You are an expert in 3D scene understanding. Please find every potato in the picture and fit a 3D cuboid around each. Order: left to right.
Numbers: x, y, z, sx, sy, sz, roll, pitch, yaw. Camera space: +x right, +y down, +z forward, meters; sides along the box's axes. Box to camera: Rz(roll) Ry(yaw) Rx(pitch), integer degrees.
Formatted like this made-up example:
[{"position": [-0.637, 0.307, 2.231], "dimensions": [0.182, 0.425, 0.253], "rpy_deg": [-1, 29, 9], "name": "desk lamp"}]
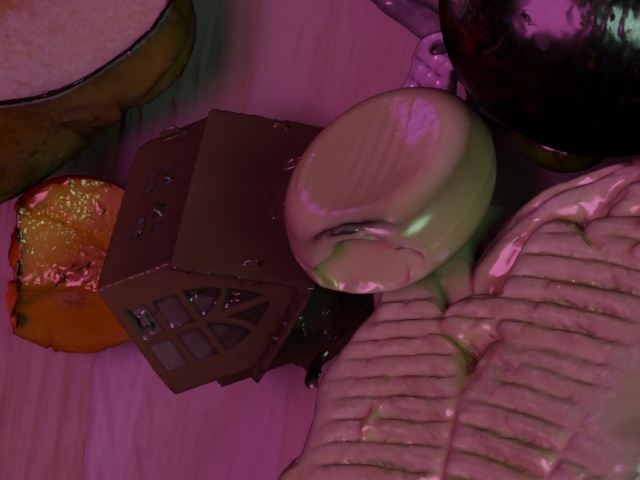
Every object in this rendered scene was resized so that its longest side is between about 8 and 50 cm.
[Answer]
[{"position": [-0.233, -0.152, 1.464], "dimensions": [0.300, 0.196, 0.246], "rpy_deg": [-13, 65, 6], "name": "potato"}]

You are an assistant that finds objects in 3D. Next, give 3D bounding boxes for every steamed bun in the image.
[{"position": [0.155, 0.135, 1.173], "dimensions": [0.394, 0.237, 0.346], "rpy_deg": [-40, 33, 12], "name": "steamed bun"}]

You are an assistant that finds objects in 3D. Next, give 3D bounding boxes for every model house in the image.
[{"position": [0.000, 0.000, 1.318], "dimensions": [0.248, 0.181, 0.176], "rpy_deg": [-20, 124, 24], "name": "model house"}]

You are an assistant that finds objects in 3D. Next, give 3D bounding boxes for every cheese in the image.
[{"position": [0.056, -0.063, 1.216], "dimensions": [0.137, 0.064, 0.227], "rpy_deg": [-6, 43, 28], "name": "cheese"}]

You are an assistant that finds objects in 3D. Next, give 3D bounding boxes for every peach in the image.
[{"position": [-0.181, 0.020, 1.465], "dimensions": [0.151, 0.118, 0.151], "rpy_deg": [0, 98, 1], "name": "peach"}]

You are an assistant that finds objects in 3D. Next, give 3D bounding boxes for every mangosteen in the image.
[{"position": [0.177, -0.151, 1.178], "dimensions": [0.216, 0.216, 0.216], "rpy_deg": [1, 91, 34], "name": "mangosteen"}]

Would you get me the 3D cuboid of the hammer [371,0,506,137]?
[{"position": [-0.006, -0.212, 1.384], "dimensions": [0.427, 0.044, 0.152], "rpy_deg": [39, 110, 27], "name": "hammer"}]
